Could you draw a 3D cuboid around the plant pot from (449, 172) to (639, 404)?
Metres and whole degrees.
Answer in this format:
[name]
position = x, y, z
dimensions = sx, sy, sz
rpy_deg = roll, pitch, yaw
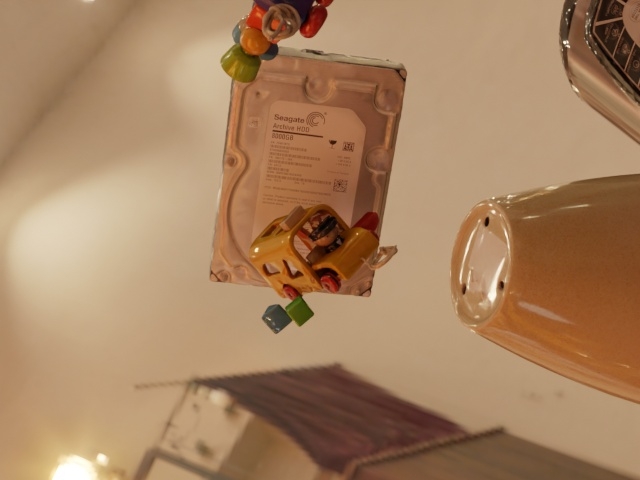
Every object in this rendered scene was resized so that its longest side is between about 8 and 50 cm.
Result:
[plant pot]
position = 0.278, 0.038, 1.382
dimensions = 0.274, 0.256, 0.256
rpy_deg = 8, -79, -22

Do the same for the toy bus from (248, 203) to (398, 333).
[toy bus]
position = -0.009, 0.005, 1.812
dimensions = 0.202, 0.104, 0.191
rpy_deg = -37, 14, 15

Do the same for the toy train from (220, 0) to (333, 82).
[toy train]
position = -0.069, -0.238, 1.615
dimensions = 0.143, 0.105, 0.248
rpy_deg = -51, 10, 34

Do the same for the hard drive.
[hard drive]
position = -0.021, -0.093, 1.942
dimensions = 0.064, 0.237, 0.339
rpy_deg = -103, 21, -69

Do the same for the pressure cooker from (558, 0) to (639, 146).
[pressure cooker]
position = 0.568, -0.241, 1.820
dimensions = 0.375, 0.420, 0.370
rpy_deg = -34, -42, -9
